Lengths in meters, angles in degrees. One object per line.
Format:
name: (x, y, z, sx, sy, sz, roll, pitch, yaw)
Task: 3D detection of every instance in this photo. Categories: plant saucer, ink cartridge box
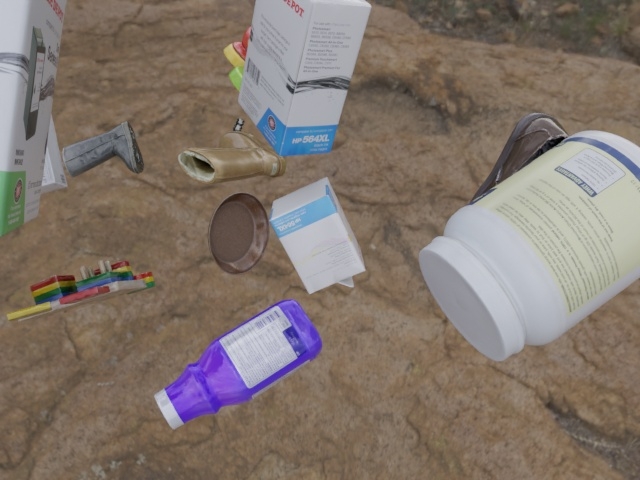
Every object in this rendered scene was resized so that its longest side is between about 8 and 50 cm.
plant saucer: (-0.201, -0.018, 1.413, 0.036, 0.199, 0.198, 8, 46, 37)
ink cartridge box: (-0.372, -0.165, 0.650, 0.121, 0.289, 0.211, 9, 6, -17)
ink cartridge box: (0.000, 0.000, 0.849, 0.090, 0.143, 0.092, -23, 20, 8)
ink cartridge box: (-0.028, -0.234, 0.760, 0.086, 0.203, 0.148, -7, 44, -30)

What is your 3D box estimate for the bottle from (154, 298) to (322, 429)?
bottle: (-0.138, 0.213, 1.001, 0.283, 0.092, 0.118, -31, 69, -16)

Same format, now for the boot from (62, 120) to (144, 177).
boot: (-0.613, -0.230, 1.664, 0.208, 0.076, 0.190, -22, 60, -3)

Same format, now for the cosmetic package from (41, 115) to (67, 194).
cosmetic package: (-0.686, -0.231, 1.410, 0.099, 0.060, 0.239, -17, 83, 6)

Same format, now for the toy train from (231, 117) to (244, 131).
toy train: (-0.259, -0.336, 1.826, 0.027, 0.036, 0.158, 20, 30, -10)

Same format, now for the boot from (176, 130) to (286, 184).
boot: (-0.246, -0.213, 1.470, 0.236, 0.089, 0.269, 23, 22, 31)

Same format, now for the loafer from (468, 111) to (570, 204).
loafer: (0.407, -0.087, 1.238, 0.133, 0.366, 0.130, 15, 16, -14)

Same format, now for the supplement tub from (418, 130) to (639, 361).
supplement tub: (0.338, 0.009, 0.896, 0.325, 0.235, 0.235, -33, 57, -9)

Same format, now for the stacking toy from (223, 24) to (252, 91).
stacking toy: (-0.108, -0.441, 1.617, 0.309, 0.130, 0.279, 36, 23, -25)

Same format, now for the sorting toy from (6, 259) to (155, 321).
sorting toy: (-0.322, 0.064, 0.795, 0.132, 0.274, 0.046, -18, 88, -1)
